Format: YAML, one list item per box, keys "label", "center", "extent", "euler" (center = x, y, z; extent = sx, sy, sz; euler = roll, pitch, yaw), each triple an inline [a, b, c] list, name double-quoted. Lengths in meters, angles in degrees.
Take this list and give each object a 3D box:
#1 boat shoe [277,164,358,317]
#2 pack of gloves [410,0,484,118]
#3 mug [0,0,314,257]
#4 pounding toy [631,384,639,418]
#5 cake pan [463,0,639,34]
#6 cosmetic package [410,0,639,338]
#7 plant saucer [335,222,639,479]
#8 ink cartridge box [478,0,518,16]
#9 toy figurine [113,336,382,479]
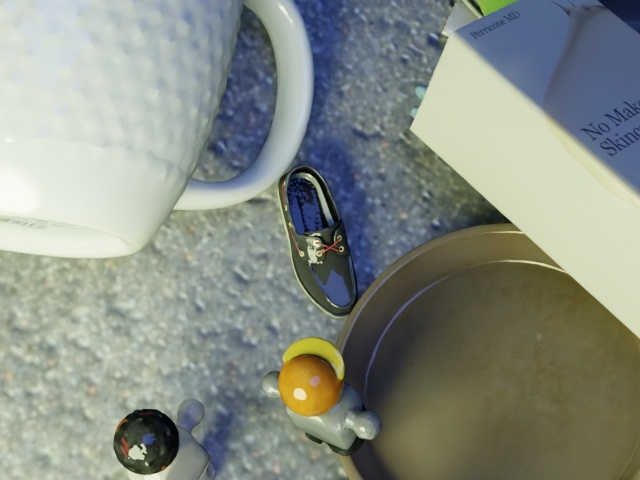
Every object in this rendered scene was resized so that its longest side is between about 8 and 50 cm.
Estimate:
- label: "boat shoe"
  center: [-0.002, 0.001, 1.188]
  extent: [0.049, 0.042, 0.133]
  euler: [-17, 79, -15]
- label: "pack of gloves"
  center: [0.198, -0.111, 1.258]
  extent: [0.232, 0.046, 0.195]
  euler: [28, 58, 0]
- label: "mug"
  center: [-0.161, -0.152, 1.111]
  extent: [0.374, 0.276, 0.328]
  euler: [14, 76, -36]
- label: "pounding toy"
  center: [0.289, 0.162, 1.150]
  extent: [0.237, 0.110, 0.183]
  euler: [-32, 81, -15]
- label: "cake pan"
  center: [0.245, -0.296, 1.289]
  extent: [0.293, 0.054, 0.293]
  euler: [3, 70, -9]
- label: "cosmetic package"
  center: [0.240, -0.054, 1.109]
  extent: [0.160, 0.113, 0.309]
  euler: [-30, 65, -36]
- label: "plant saucer"
  center: [0.143, 0.118, 1.127]
  extent: [0.278, 0.041, 0.277]
  euler: [-7, 65, 15]
- label: "ink cartridge box"
  center: [0.168, -0.330, 1.169]
  extent: [0.189, 0.097, 0.255]
  euler: [-23, 79, 17]
- label: "toy figurine"
  center: [-0.043, 0.196, 1.035]
  extent: [0.213, 0.148, 0.209]
  euler: [-18, 63, 4]
